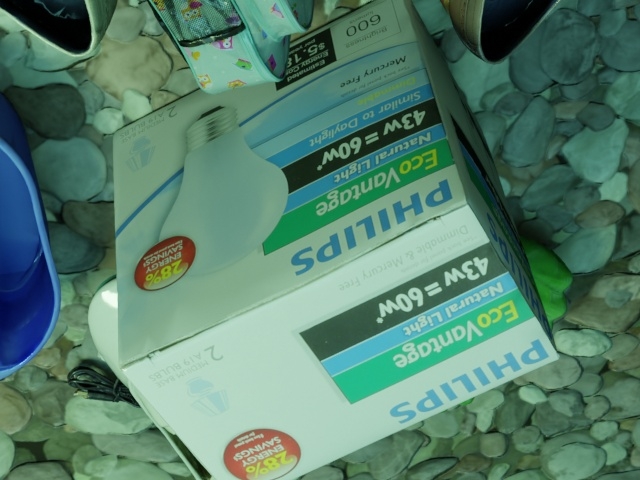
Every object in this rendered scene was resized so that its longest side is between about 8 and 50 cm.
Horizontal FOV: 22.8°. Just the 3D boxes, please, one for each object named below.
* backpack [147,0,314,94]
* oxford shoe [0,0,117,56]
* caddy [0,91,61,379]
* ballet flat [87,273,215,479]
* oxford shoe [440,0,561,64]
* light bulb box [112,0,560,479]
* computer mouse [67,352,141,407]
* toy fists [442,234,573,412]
[{"bbox_3d":[-0.082,-0.235,1.477,0.144,0.166,0.188,-8,133,10],"label":"backpack"},{"bbox_3d":[-0.315,-0.320,1.383,0.140,0.146,0.397,-36,124,22],"label":"oxford shoe"},{"bbox_3d":[-0.394,-0.002,1.592,0.241,0.179,0.341,-11,125,-4],"label":"caddy"},{"bbox_3d":[-0.137,0.187,1.794,0.139,0.139,0.400,-18,139,6],"label":"ballet flat"},{"bbox_3d":[0.240,-0.322,1.478,0.130,0.133,0.364,16,124,-20],"label":"oxford shoe"},{"bbox_3d":[0.000,0.000,1.554,0.358,0.361,0.225,-26,128,12],"label":"light bulb box"},{"bbox_3d":[-0.217,0.115,1.820,0.106,0.042,0.193,13,128,-21],"label":"computer mouse"},{"bbox_3d":[0.167,0.096,1.833,0.142,0.096,0.279,36,118,-20],"label":"toy fists"}]
